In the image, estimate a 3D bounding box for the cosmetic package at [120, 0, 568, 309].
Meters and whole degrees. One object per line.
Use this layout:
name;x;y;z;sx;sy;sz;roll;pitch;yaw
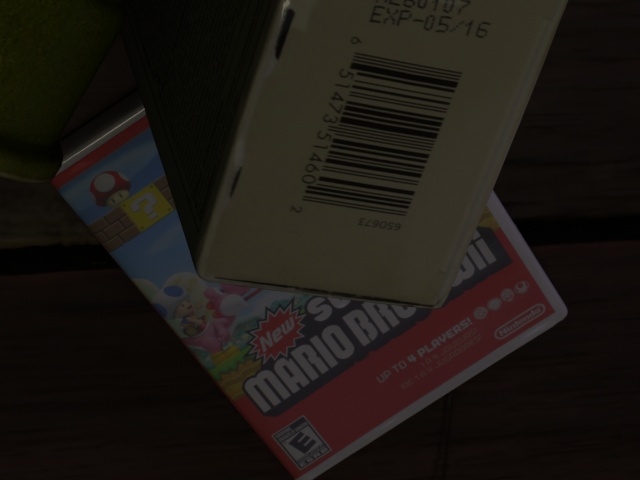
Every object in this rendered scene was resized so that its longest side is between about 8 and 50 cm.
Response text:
cosmetic package;-0.013;-0.123;0.774;0.113;0.309;0.160;9;121;-20

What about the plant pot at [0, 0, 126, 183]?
plant pot;-0.157;-0.267;0.655;0.366;0.366;0.353;32;95;-29

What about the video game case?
video game case;0.000;0.000;1.025;0.204;0.025;0.285;-33;123;4
